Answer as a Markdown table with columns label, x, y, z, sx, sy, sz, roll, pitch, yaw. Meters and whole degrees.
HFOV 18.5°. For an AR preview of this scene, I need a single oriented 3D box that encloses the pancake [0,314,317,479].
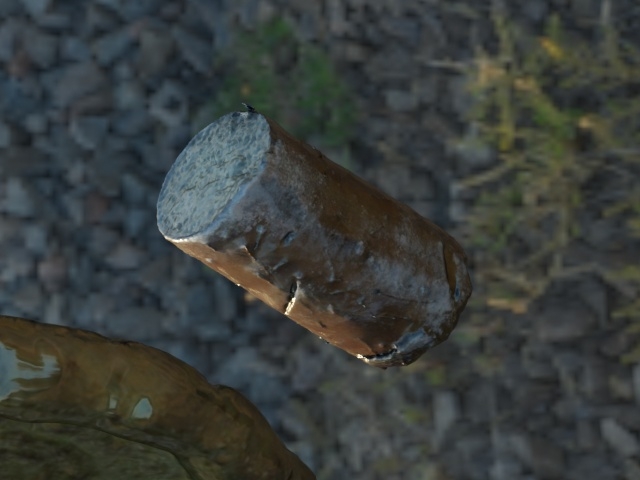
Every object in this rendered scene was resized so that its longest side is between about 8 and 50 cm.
| label | x | y | z | sx | sy | sz | roll | pitch | yaw |
| --- | --- | --- | --- | --- | --- | --- | --- | --- | --- |
| pancake | -0.089 | 0.088 | 0.437 | 0.199 | 0.199 | 0.021 | -59 | 32 | 34 |

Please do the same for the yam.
| label | x | y | z | sx | sy | sz | roll | pitch | yaw |
| --- | --- | --- | --- | --- | --- | --- | --- | --- | --- |
| yam | 0.001 | 0.001 | 0.887 | 0.079 | 0.141 | 0.079 | -34 | 39 | 33 |
